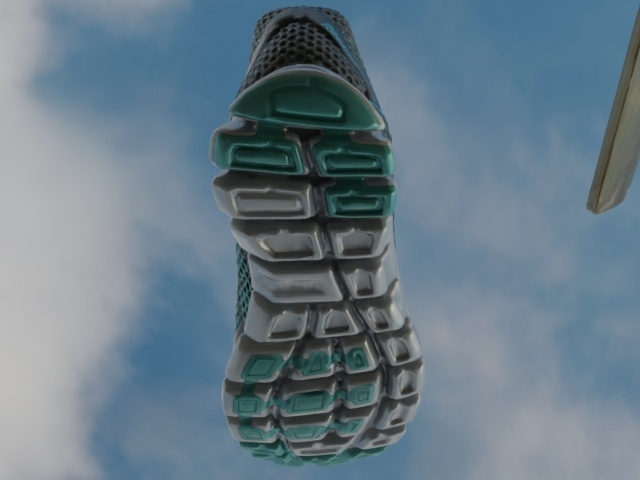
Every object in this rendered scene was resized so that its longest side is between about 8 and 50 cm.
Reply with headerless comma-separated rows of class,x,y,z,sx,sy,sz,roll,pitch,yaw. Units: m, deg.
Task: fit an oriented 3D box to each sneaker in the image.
sneaker,0.000,0.000,0.586,0.065,0.166,0.076,1,-138,-1

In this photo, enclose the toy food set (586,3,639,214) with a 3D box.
toy food set,0.100,-0.050,0.405,0.122,0.078,0.019,-22,-132,-33
